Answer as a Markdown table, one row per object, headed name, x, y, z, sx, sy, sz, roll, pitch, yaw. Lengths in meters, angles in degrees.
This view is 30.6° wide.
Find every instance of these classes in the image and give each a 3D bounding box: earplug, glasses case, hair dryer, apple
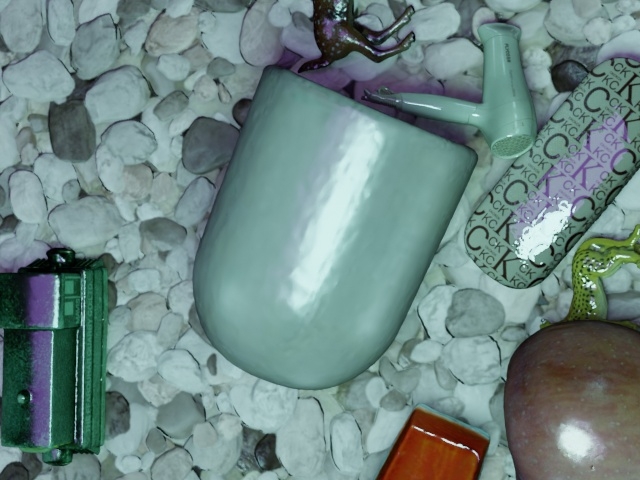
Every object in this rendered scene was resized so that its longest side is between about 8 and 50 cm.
| name | x | y | z | sx | sy | sz | roll | pitch | yaw |
| --- | --- | --- | --- | --- | --- | --- | --- | --- | --- |
| earplug | 0.000 | 0.000 | 1.579 | 0.313 | 0.312 | 0.394 | 24 | 98 | 14 |
| glasses case | 0.341 | -0.090 | 1.601 | 0.137 | 0.085 | 0.354 | 40 | 98 | 15 |
| hair dryer | 0.172 | -0.212 | 1.599 | 0.237 | 0.075 | 0.206 | 0 | 61 | -7 |
| apple | 0.357 | 0.249 | 1.482 | 0.235 | 0.306 | 0.305 | -7 | 87 | 11 |

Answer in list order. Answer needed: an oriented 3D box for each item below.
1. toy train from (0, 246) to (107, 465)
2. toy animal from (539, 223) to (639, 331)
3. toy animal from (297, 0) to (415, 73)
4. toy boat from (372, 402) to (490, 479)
| name | x | y | z | sx | sy | sz | roll | pitch | yaw |
| --- | --- | --- | --- | --- | --- | --- | --- | --- | --- |
| toy train | -0.407 | 0.174 | 1.737 | 0.138 | 0.178 | 0.330 | 0 | 87 | 14 |
| toy animal | 0.374 | 0.064 | 1.599 | 0.136 | 0.073 | 0.181 | 5 | 93 | 21 |
| toy animal | 0.005 | -0.371 | 1.696 | 0.260 | 0.087 | 0.243 | -2 | 86 | 11 |
| toy boat | 0.129 | 0.388 | 1.630 | 0.145 | 0.133 | 0.332 | 22 | 104 | 9 |
